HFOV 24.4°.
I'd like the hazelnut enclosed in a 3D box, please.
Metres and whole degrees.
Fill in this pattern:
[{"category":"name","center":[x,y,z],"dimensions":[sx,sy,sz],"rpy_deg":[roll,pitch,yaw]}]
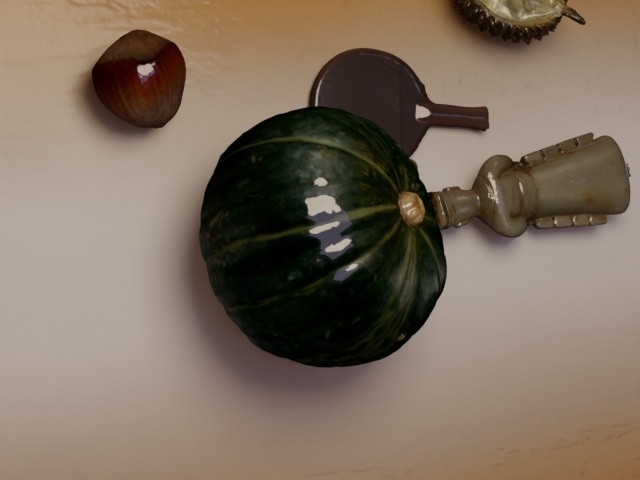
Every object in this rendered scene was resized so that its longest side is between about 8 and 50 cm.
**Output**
[{"category":"hazelnut","center":[-0.144,-0.129,1.191],"dimensions":[0.086,0.086,0.086],"rpy_deg":[2,83,-22]}]

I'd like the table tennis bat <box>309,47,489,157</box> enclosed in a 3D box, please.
[{"category":"table tennis bat","center":[0.087,-0.119,1.258],"dimensions":[0.169,0.119,0.108],"rpy_deg":[3,84,-20]}]

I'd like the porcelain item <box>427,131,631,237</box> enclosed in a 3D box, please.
[{"category":"porcelain item","center":[0.175,-0.040,1.319],"dimensions":[0.213,0.054,0.084],"rpy_deg":[-12,86,-24]}]

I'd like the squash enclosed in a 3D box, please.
[{"category":"squash","center":[0.004,-0.001,1.177],"dimensions":[0.172,0.218,0.218],"rpy_deg":[-31,99,20]}]

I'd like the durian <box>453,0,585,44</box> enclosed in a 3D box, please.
[{"category":"durian","center":[0.170,-0.222,1.328],"dimensions":[0.140,0.071,0.110],"rpy_deg":[33,68,-2]}]
